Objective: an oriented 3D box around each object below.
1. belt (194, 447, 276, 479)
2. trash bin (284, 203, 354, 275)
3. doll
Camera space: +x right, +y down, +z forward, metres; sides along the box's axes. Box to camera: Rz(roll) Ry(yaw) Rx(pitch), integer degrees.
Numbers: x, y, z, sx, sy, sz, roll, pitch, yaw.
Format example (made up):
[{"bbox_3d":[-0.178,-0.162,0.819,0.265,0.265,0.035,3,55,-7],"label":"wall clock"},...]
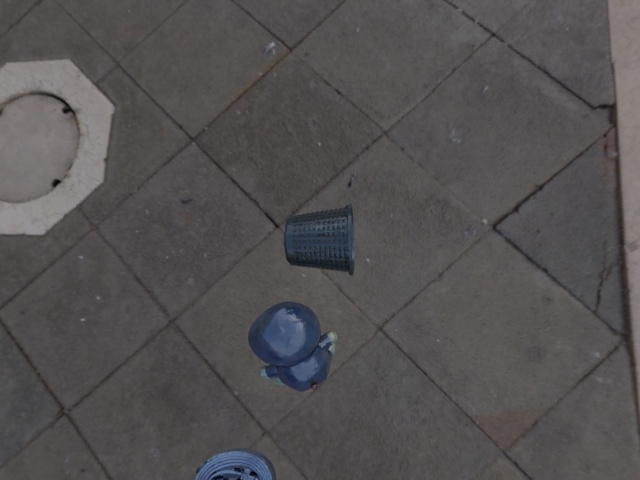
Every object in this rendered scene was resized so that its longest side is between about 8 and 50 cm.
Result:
[{"bbox_3d":[-0.205,0.578,1.105,0.191,0.082,0.141,-4,70,2],"label":"belt"},{"bbox_3d":[0.000,0.000,1.098,0.161,0.175,0.175,-1,79,8],"label":"trash bin"},{"bbox_3d":[-0.074,0.270,1.174,0.228,0.154,0.258,-28,113,-1],"label":"doll"}]
